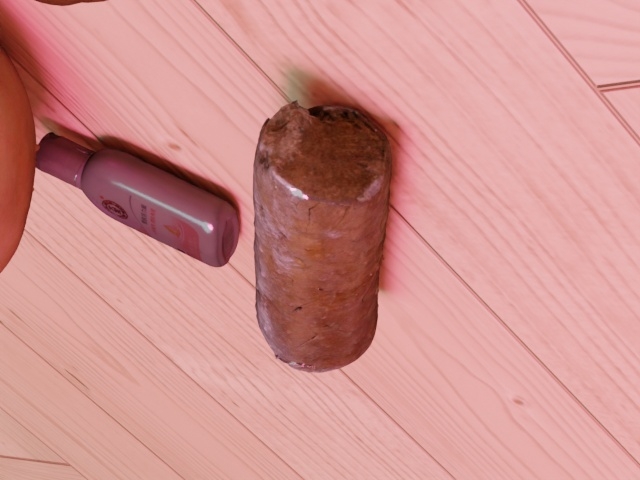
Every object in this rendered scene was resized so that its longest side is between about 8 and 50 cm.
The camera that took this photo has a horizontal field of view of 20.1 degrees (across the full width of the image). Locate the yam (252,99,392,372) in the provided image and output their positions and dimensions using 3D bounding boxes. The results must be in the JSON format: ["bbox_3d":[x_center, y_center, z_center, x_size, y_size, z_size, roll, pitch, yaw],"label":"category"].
[{"bbox_3d":[0.000,0.000,1.210,0.093,0.093,0.259,26,154,12],"label":"yam"}]

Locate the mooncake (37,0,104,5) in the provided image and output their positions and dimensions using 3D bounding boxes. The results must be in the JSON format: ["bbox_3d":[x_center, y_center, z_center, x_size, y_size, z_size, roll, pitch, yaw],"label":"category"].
[{"bbox_3d":[-0.100,-0.237,0.647,0.155,0.284,0.284,30,157,18],"label":"mooncake"}]

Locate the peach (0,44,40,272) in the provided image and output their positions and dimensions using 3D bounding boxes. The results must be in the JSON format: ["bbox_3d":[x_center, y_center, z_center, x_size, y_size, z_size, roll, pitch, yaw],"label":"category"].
[{"bbox_3d":[-0.345,-0.068,1.289,0.292,0.247,0.292,27,135,30],"label":"peach"}]

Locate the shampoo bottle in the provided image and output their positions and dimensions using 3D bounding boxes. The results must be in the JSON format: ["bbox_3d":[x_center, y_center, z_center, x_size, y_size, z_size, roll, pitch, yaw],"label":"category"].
[{"bbox_3d":[-0.140,-0.035,1.366,0.165,0.040,0.080,25,157,12],"label":"shampoo bottle"}]
